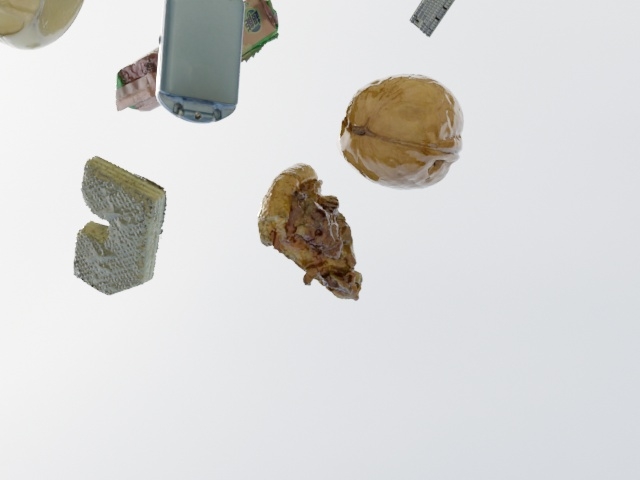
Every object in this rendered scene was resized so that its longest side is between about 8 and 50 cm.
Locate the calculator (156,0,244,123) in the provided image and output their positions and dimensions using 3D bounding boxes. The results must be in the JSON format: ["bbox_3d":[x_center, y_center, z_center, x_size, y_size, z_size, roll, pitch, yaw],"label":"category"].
[{"bbox_3d":[-0.167,-0.268,1.325,0.121,0.039,0.210,5,-94,-31],"label":"calculator"}]

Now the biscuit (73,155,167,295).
[{"bbox_3d":[-0.331,-0.008,1.533,0.147,0.250,0.046,28,-142,14],"label":"biscuit"}]

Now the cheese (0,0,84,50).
[{"bbox_3d":[-0.328,-0.328,1.188,0.071,0.163,0.249,18,-159,9],"label":"cheese"}]

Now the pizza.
[{"bbox_3d":[0.001,-0.001,1.204,0.194,0.069,0.154,52,-152,-16],"label":"pizza"}]

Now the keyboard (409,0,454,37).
[{"bbox_3d":[0.193,-0.398,1.609,0.049,0.129,0.015,37,-119,-1],"label":"keyboard"}]

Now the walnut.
[{"bbox_3d":[0.106,-0.134,1.160,0.180,0.144,0.144,8,-143,-53],"label":"walnut"}]

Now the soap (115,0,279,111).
[{"bbox_3d":[-0.217,-0.329,1.658,0.218,0.098,0.273,-9,-155,41],"label":"soap"}]
